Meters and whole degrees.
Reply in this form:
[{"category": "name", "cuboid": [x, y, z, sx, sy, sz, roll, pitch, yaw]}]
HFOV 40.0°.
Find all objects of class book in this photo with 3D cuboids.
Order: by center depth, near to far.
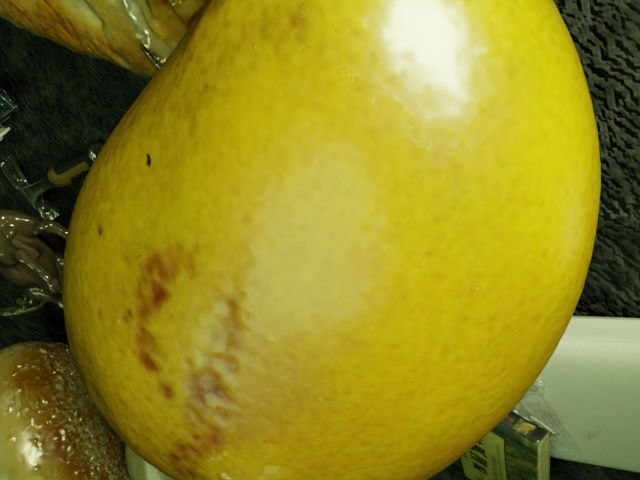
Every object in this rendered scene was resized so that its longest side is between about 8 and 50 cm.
[{"category": "book", "cuboid": [0.077, 0.129, 0.692, 0.228, 0.024, 0.160, 29, 156, 31]}]

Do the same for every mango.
[{"category": "mango", "cuboid": [0.000, 0.000, 0.468, 0.264, 0.221, 0.378, 35, 136, 8]}]

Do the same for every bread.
[{"category": "bread", "cuboid": [-0.338, 0.262, 1.157, 0.305, 0.158, 0.305, 155, 90, -85]}]

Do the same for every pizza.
[{"category": "pizza", "cuboid": [-0.201, -0.209, 0.541, 0.365, 0.074, 0.182, 30, 150, 15]}]

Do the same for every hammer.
[{"category": "hammer", "cuboid": [-0.249, -0.063, 0.829, 0.078, 0.021, 0.201, 50, 147, -18]}]

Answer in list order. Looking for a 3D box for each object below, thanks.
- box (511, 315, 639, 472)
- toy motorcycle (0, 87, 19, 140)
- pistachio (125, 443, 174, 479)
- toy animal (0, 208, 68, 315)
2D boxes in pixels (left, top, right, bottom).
[{"category": "box", "cuboid": [0.222, 0.101, 0.531, 0.285, 0.044, 0.142, -3, 131, 48]}, {"category": "toy motorcycle", "cuboid": [-0.373, -0.154, 0.772, 0.221, 0.102, 0.150, 45, 136, -10]}, {"category": "pistachio", "cuboid": [-0.181, 0.281, 1.125, 0.124, 0.124, 0.185, -8, 119, 50]}, {"category": "toy animal", "cuboid": [-0.300, 0.027, 0.934, 0.186, 0.094, 0.214, 14, 154, 19]}]
